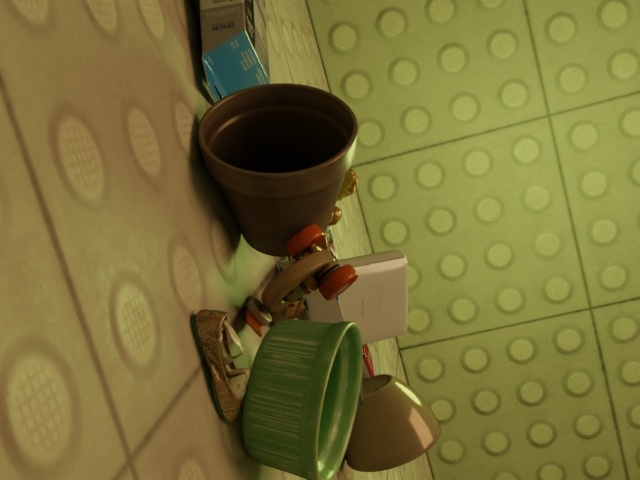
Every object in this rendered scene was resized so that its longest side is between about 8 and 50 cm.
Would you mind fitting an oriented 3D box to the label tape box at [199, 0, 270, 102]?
[{"bbox_3d":[-0.194,-0.466,1.770,0.249,0.115,0.348,61,21,-71],"label":"label tape box"}]

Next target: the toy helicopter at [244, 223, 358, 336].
[{"bbox_3d":[-0.071,0.127,1.617,0.140,0.235,0.355,50,-19,12],"label":"toy helicopter"}]

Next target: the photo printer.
[{"bbox_3d":[0.100,0.170,2.139,0.107,0.307,0.256,19,-67,56],"label":"photo printer"}]

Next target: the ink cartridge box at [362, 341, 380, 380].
[{"bbox_3d":[0.099,0.325,2.348,0.306,0.131,0.226,-89,162,-50],"label":"ink cartridge box"}]

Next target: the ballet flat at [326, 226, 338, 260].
[{"bbox_3d":[0.000,0.000,2.434,0.079,0.076,0.222,-42,120,-56],"label":"ballet flat"}]

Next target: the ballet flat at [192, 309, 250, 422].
[{"bbox_3d":[-0.158,0.213,1.299,0.073,0.067,0.206,-68,143,-72],"label":"ballet flat"}]

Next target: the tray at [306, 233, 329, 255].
[{"bbox_3d":[-0.082,-0.159,2.064,0.203,0.076,0.411,30,45,-55],"label":"tray"}]

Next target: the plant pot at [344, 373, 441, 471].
[{"bbox_3d":[0.173,0.489,2.146,0.284,0.284,0.191,-54,124,-77],"label":"plant pot"}]

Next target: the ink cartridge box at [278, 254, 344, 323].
[{"bbox_3d":[-0.024,0.130,1.869,0.203,0.085,0.148,-147,-140,-70],"label":"ink cartridge box"}]

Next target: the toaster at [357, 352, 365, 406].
[{"bbox_3d":[0.014,0.312,1.804,0.186,0.168,0.110,-87,160,-55],"label":"toaster"}]

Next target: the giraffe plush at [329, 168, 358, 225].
[{"bbox_3d":[0.009,-0.116,2.324,0.181,0.210,0.171,113,-24,-65],"label":"giraffe plush"}]

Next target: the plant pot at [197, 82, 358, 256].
[{"bbox_3d":[-0.084,-0.130,1.614,0.323,0.323,0.280,-93,-178,-46],"label":"plant pot"}]

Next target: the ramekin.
[{"bbox_3d":[-0.030,0.291,1.429,0.303,0.148,0.304,8,90,-74],"label":"ramekin"}]
